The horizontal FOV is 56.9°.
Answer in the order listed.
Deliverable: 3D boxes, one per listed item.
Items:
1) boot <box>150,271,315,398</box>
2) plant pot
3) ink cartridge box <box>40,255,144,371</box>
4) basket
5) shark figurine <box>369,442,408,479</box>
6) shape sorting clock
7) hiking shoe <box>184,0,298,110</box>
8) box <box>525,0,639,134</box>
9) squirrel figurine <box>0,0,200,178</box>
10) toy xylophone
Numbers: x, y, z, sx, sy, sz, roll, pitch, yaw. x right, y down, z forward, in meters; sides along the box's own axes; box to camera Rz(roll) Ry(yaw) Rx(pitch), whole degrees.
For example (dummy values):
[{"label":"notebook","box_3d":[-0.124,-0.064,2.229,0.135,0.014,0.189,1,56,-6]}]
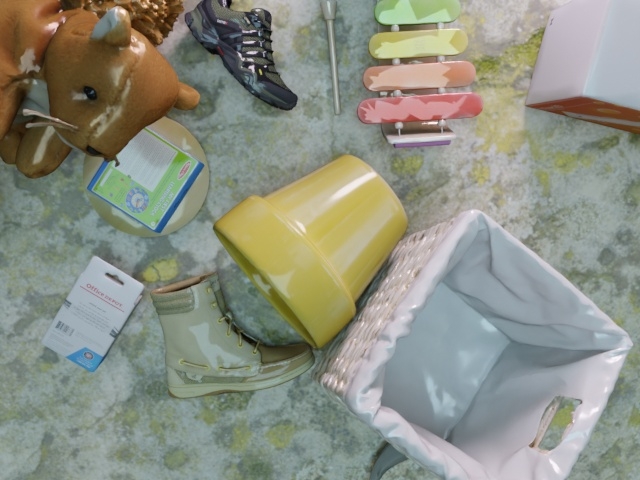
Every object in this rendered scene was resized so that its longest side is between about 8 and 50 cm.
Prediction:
[{"label":"boot","box_3d":[-0.151,0.152,1.020,0.261,0.095,0.204,-9,98,3]},{"label":"plant pot","box_3d":[0.000,0.000,0.939,0.239,0.254,0.254,-41,99,-13]},{"label":"ink cartridge box","box_3d":[-0.382,0.120,1.017,0.104,0.060,0.180,33,96,-7]},{"label":"basket","box_3d":[0.205,0.184,0.895,0.331,0.266,0.328,39,74,-10]},{"label":"shark figurine","box_3d":[0.163,0.393,1.064,0.278,0.116,0.166,-37,98,1]},{"label":"shape sorting clock","box_3d":[-0.292,-0.108,0.995,0.206,0.040,0.206,-1,96,-5]},{"label":"hiking shoe","box_3d":[-0.107,-0.312,0.950,0.227,0.086,0.114,43,98,-7]},{"label":"box","box_3d":[0.542,-0.259,0.926,0.345,0.215,0.168,13,98,-4]},{"label":"squirrel figurine","box_3d":[-0.343,-0.281,0.814,0.370,0.281,0.397,11,69,27]},{"label":"toy xylophone","box_3d":[0.127,-0.306,0.966,0.236,0.081,0.323,-11,99,-1]}]
